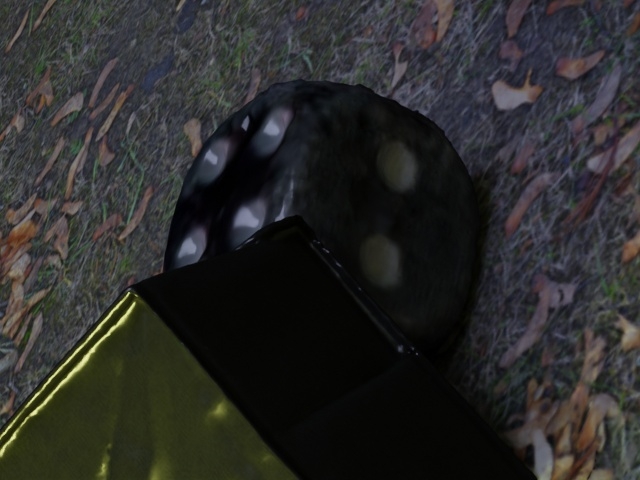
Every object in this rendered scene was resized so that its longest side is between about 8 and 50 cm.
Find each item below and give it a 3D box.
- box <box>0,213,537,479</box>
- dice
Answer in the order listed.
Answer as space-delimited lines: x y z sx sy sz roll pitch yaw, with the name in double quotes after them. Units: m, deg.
-0.082 0.197 1.259 0.345 0.251 0.204 -47 -12 27 "box"
0.000 0.000 1.435 0.182 0.181 0.183 -25 46 51 "dice"
